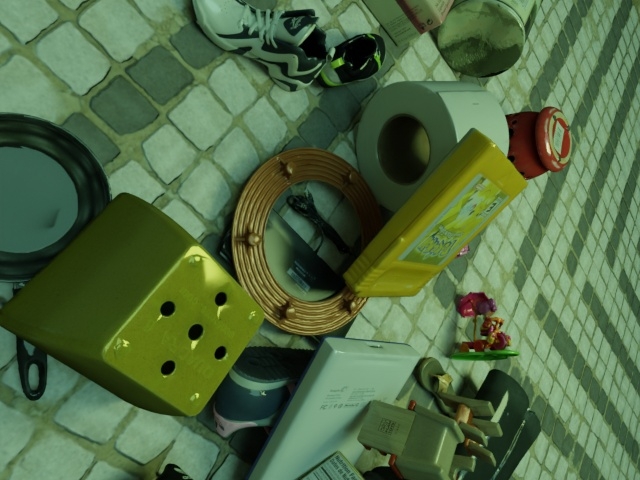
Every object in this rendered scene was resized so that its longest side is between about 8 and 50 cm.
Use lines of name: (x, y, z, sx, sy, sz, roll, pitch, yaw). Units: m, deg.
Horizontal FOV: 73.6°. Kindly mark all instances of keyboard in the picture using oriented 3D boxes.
keyboard: (-0.026, 0.040, 0.780, 0.317, 0.033, 0.202, 48, 63, -27)

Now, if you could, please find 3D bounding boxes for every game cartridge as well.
game cartridge: (0.212, -0.019, 0.764, 0.324, 0.053, 0.285, -52, 149, 19)

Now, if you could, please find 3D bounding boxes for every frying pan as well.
frying pan: (-0.339, 0.009, 0.531, 0.197, 0.053, 0.326, -31, 116, -33)

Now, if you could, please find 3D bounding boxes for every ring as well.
ring: (0.000, 0.000, 0.762, 0.336, 0.032, 0.337, 1, 89, -37)

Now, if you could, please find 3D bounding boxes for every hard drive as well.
hard drive: (0.015, 0.301, 0.689, 0.210, 0.040, 0.319, 16, 106, -41)

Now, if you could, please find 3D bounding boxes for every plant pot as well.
plant pot: (-0.199, 0.088, 0.522, 0.212, 0.187, 0.212, -56, 131, -26)
plant pot: (0.562, -0.255, 1.153, 0.191, 0.174, 0.191, 1, 88, -39)

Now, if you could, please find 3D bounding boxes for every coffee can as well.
coffee can: (0.429, -0.573, 1.048, 0.201, 0.201, 0.275, 41, 65, -28)

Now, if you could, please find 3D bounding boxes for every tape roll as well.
tape roll: (0.212, -0.184, 0.838, 0.169, 0.246, 0.246, -15, 97, -37)

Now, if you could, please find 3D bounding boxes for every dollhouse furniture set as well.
dollhouse furniture set: (0.178, 0.366, 0.693, 0.262, 0.135, 0.259, -57, 132, -34)

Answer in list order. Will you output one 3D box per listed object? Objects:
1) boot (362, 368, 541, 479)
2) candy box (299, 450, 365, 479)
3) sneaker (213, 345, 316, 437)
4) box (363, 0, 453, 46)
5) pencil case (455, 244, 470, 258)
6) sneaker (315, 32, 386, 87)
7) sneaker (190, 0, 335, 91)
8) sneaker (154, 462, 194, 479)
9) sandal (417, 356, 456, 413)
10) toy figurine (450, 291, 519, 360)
boot: (0.302, 0.453, 0.917, 0.445, 0.146, 0.367, -39, 123, -24)
candy box: (-0.059, 0.490, 0.638, 0.316, 0.087, 0.183, -25, 120, -26)
sneaker: (-0.038, 0.264, 0.732, 0.319, 0.112, 0.131, 19, 100, -37)
box: (0.168, -0.563, 0.895, 0.232, 0.126, 0.149, 39, 66, -30)
pencil case: (0.303, -0.061, 0.992, 0.095, 0.098, 0.210, -1, 89, -37)
sneaker: (0.083, -0.355, 0.832, 0.234, 0.097, 0.084, -43, 113, -38)
sneaker: (-0.076, -0.342, 0.682, 0.235, 0.153, 0.094, 35, 66, -31)
sneaker: (-0.282, 0.410, 0.532, 0.302, 0.121, 0.108, -31, 129, -16)
sandal: (0.282, 0.336, 0.985, 0.072, 0.049, 0.180, -46, 115, -28)
toy figurine: (0.384, 0.197, 1.017, 0.130, 0.173, 0.159, 10, 68, -19)
